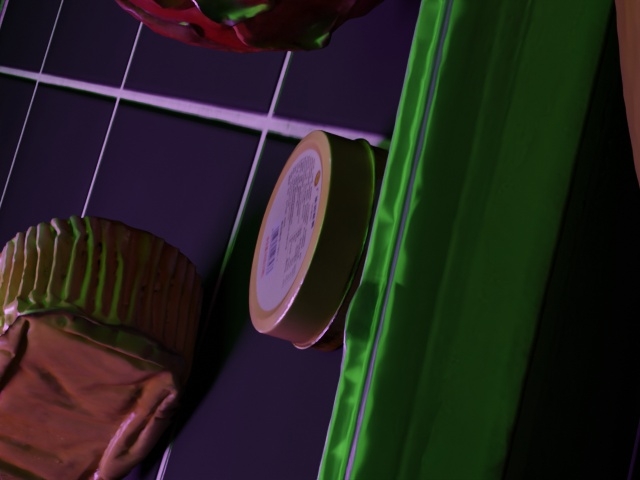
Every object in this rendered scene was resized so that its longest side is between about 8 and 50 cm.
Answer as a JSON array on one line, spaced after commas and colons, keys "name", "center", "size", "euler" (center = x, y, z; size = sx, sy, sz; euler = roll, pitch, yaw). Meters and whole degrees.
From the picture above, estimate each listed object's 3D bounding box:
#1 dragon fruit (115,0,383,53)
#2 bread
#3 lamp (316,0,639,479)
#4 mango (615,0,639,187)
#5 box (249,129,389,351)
[{"name": "dragon fruit", "center": [-0.038, -0.207, 0.943], "size": [0.252, 0.241, 0.241], "euler": [-79, 7, -84]}, {"name": "bread", "center": [-0.148, 0.066, 1.176], "size": [0.190, 0.132, 0.114], "euler": [-54, 24, 42]}, {"name": "lamp", "center": [0.050, 0.059, 0.496], "size": [0.269, 0.047, 0.267], "euler": [45, -124, -72]}, {"name": "mango", "center": [0.152, -0.154, 0.294], "size": [0.300, 0.232, 0.446], "euler": [-139, 60, -75]}, {"name": "box", "center": [0.000, 0.000, 0.934], "size": [0.105, 0.037, 0.106], "euler": [-164, 90, -73]}]
